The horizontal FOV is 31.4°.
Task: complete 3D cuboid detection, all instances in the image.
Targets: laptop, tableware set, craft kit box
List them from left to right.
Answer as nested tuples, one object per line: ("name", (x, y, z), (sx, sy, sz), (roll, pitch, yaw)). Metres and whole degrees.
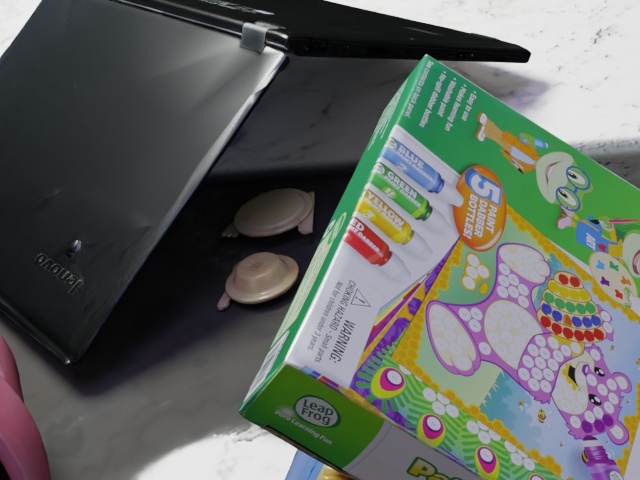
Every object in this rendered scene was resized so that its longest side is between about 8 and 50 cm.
("laptop", (-0.109, -0.094, 0.998), (0.408, 0.236, 0.382), (-5, 21, -38))
("tableware set", (0.000, 0.000, 0.841), (0.169, 0.020, 0.141), (-5, 35, 19))
("craft kit box", (0.114, 0.049, 0.574), (0.247, 0.061, 0.250), (33, 44, -8))

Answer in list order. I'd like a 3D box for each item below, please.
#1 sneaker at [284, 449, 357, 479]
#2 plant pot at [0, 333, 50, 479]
("sneaker", (0.040, 0.087, 0.649), (0.131, 0.111, 0.296), (0, 28, 33))
("plant pot", (-0.248, 0.120, 0.644), (0.201, 0.201, 0.180), (-16, 19, 0))
